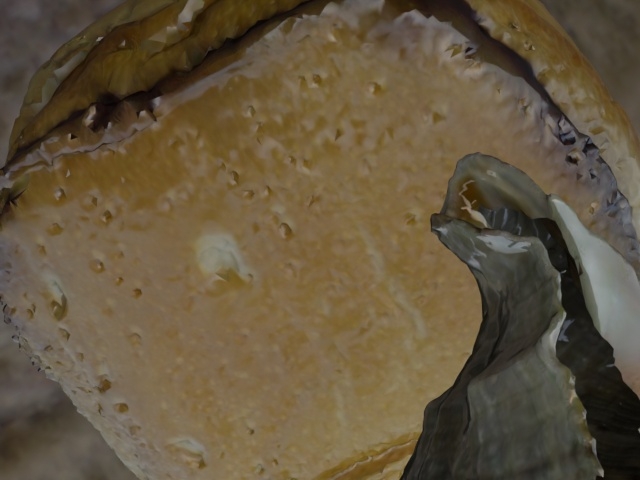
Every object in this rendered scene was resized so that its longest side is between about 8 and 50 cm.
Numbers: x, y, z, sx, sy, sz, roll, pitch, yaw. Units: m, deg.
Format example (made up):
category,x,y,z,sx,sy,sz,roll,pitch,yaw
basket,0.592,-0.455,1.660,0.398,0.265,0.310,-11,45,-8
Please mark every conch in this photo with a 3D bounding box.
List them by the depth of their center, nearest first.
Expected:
category,x,y,z,sx,sy,sz,roll,pitch,yaw
conch,0.071,0.082,0.372,0.130,0.207,0.155,-16,-163,-9

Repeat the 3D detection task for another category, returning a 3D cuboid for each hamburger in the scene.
category,x,y,z,sx,sy,sz,roll,pitch,yaw
hamburger,0.004,-0.005,0.826,0.304,0.284,0.174,-25,-147,15
